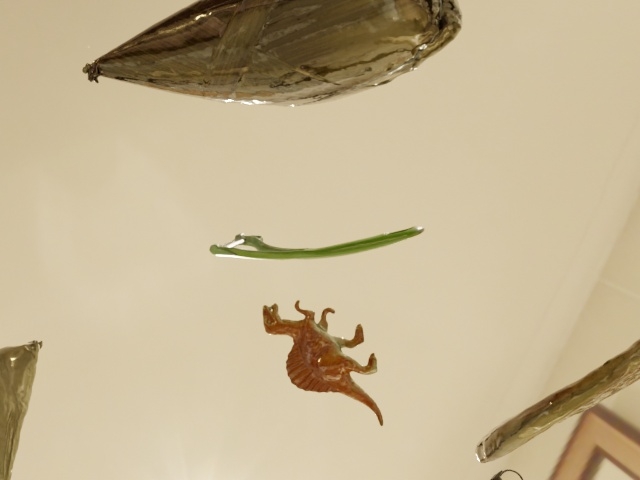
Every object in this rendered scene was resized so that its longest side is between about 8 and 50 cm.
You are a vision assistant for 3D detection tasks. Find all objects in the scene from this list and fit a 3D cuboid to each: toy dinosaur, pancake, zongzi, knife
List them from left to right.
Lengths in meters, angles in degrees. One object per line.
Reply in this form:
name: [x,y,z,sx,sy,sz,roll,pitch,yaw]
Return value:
zongzi: [-0.039,-0.163,0.675,0.242,0.221,0.112,-8,-89,-28]
knife: [0.000,0.003,0.695,0.166,0.078,0.022,-3,-77,14]
toy dinosaur: [0.006,0.177,1.265,0.142,0.057,0.212,-13,-104,-11]
pancake: [0.250,0.145,0.836,0.250,0.250,0.031,-27,-107,-8]

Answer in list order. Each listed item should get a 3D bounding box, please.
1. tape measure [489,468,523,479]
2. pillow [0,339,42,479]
tape measure: [0.176,0.332,1.043,0.180,0.107,0.104,9,-123,-21]
pillow: [-0.322,0.206,0.802,0.050,0.148,0.229,26,-117,-48]
